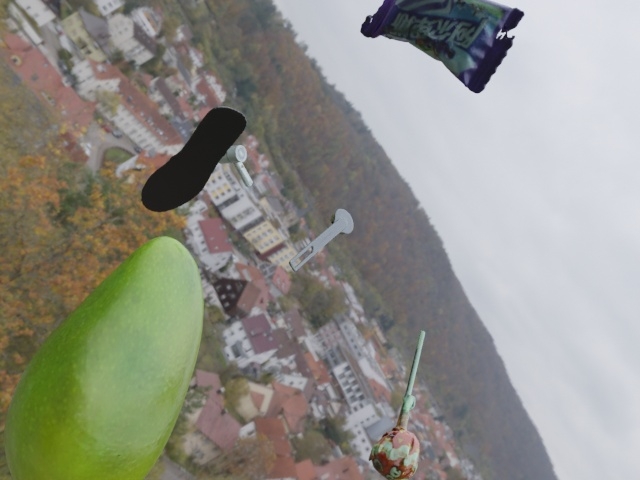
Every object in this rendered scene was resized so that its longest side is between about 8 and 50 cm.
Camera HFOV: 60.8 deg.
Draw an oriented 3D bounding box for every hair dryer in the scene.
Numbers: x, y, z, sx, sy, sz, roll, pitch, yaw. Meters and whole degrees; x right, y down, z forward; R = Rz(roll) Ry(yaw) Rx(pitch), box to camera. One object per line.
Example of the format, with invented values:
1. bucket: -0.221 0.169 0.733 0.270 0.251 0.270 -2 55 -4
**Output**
1. hair dryer: -0.230 -0.203 1.522 0.047 0.082 0.137 -59 135 -37

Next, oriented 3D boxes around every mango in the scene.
1. mango: -0.245 0.156 0.653 0.156 0.343 0.192 17 -8 35

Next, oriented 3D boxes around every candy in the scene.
1. candy: 0.158 0.297 1.015 0.078 0.084 0.288 91 15 -58
2. candy: 0.201 -0.373 0.939 0.275 0.145 0.070 38 22 26

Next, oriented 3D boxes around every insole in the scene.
1. insole: -0.249 -0.145 1.047 0.109 0.322 0.007 16 47 -37

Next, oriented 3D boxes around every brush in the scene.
1. brush: 0.000 0.000 1.204 0.062 0.027 0.266 59 40 -8
